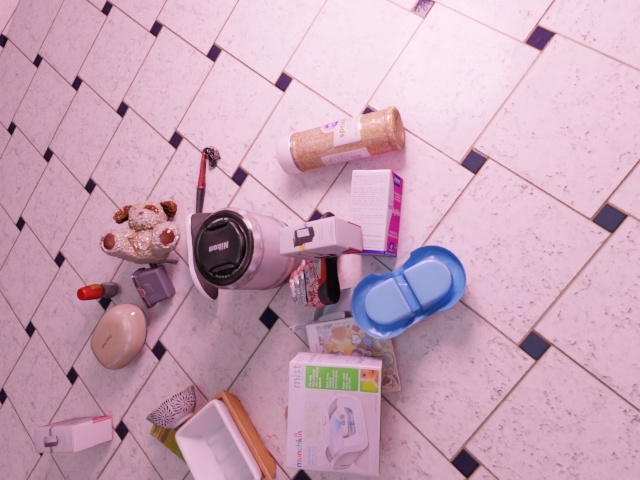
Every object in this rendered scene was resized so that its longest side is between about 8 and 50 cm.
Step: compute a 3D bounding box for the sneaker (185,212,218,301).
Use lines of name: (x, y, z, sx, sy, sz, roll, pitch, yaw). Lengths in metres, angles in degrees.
sneaker: (-0.333, 0.042, 1.511, 0.146, 0.104, 0.296, -13, 84, 18)

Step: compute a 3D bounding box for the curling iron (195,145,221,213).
curling iron: (-0.393, -0.187, 1.604, 0.068, 0.035, 0.274, 13, 90, 28)

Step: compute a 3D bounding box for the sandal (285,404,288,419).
sandal: (-0.008, 0.514, 1.301, 0.239, 0.079, 0.088, 13, 90, 28)

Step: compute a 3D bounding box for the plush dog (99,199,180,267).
plush dog: (-0.594, -0.035, 1.638, 0.262, 0.211, 0.226, -6, 65, -1)

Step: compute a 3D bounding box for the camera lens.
camera lens: (-0.200, 0.030, 1.344, 0.219, 0.274, 0.220, -3, 83, 27)

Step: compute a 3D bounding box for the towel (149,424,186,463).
towel: (-0.464, 0.654, 1.558, 0.237, 0.021, 0.102, 25, 97, 27)

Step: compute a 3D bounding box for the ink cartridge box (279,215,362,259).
ink cartridge box: (0.000, 0.000, 1.204, 0.175, 0.127, 0.073, -11, 75, 34)

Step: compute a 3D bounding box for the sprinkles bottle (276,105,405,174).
sprinkles bottle: (0.053, -0.275, 1.333, 0.355, 0.121, 0.122, -8, 81, 26)

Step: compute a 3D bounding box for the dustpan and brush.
dustpan and brush: (0.008, 0.226, 1.334, 0.211, 0.060, 0.148, -20, 75, 24)

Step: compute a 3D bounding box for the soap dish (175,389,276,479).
soap dish: (-0.280, 0.626, 1.410, 0.229, 0.118, 0.291, -44, 67, 17)

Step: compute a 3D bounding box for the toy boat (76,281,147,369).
toy boat: (-0.723, 0.277, 1.681, 0.267, 0.148, 0.318, -44, 75, 22)

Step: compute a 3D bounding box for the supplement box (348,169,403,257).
supplement box: (0.144, -0.070, 1.267, 0.113, 0.111, 0.220, 2, 86, 28)

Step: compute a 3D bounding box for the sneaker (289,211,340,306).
sneaker: (-0.021, 0.056, 1.343, 0.144, 0.090, 0.270, -15, 65, 36)

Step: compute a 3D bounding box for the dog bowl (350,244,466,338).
dog bowl: (0.221, 0.133, 1.196, 0.297, 0.074, 0.166, -30, 70, 8)

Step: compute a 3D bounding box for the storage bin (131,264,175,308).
storage bin: (-0.562, 0.151, 1.609, 0.090, 0.098, 0.135, -19, 104, 15)

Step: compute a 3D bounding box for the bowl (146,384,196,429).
bowl: (-0.449, 0.537, 1.486, 0.170, 0.170, 0.080, -43, 76, 17)

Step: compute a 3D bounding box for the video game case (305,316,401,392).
video game case: (0.086, 0.309, 1.270, 0.226, 0.026, 0.207, -12, 85, 14)

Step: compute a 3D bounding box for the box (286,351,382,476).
box: (0.038, 0.426, 1.194, 0.230, 0.127, 0.262, 2, 89, 8)

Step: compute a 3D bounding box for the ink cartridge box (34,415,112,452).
ink cartridge box: (-0.879, 0.690, 1.693, 0.217, 0.158, 0.093, -11, 80, 27)
